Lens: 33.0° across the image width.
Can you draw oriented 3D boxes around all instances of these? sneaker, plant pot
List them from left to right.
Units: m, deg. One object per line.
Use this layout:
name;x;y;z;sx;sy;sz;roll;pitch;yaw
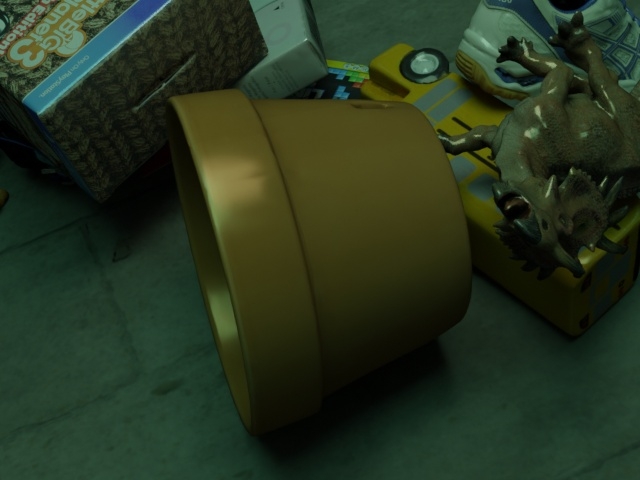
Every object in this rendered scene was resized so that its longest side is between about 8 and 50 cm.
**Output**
plant pot;0.000;0.000;0.920;0.203;0.291;0.291;-14;50;-10
sneaker;0.272;-0.209;1.057;0.296;0.131;0.112;-8;37;-37

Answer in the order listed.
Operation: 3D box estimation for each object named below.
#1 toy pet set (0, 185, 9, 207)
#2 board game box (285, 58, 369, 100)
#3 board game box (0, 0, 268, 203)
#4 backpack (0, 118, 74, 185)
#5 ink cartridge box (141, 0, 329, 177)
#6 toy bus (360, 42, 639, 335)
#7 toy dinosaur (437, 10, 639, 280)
toy pet set;-0.407;-0.082;1.201;0.122;0.065;0.114;8;54;17
board game box;-0.031;-0.139;1.180;0.170;0.048;0.141;12;54;20
board game box;-0.243;-0.222;1.068;0.291;0.141;0.232;37;74;30
backpack;-0.252;-0.135;1.170;0.173;0.117;0.158;18;66;26
ink cartridge box;-0.111;-0.189;1.171;0.232;0.066;0.189;-24;38;9
toy bus;0.157;-0.060;1.041;0.130;0.108;0.332;-40;55;-17
toy dinosaur;0.222;-0.069;0.895;0.295;0.127;0.200;-22;61;-25
